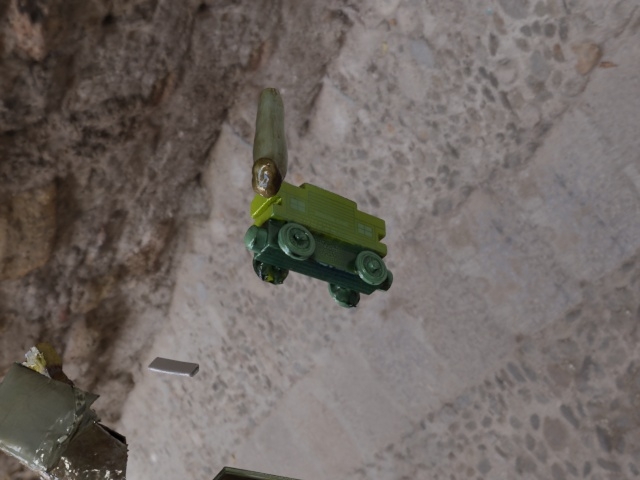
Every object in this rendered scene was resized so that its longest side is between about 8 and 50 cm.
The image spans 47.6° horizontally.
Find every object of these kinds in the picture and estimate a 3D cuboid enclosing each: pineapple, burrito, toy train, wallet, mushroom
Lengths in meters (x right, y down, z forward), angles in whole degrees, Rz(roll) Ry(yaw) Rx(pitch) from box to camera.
[{"bbox_3d":[-0.675,0.375,1.814,0.135,0.079,0.233,-39,79,26],"label":"pineapple"},{"bbox_3d":[-0.481,0.442,1.461,0.347,0.175,0.107,39,165,8],"label":"burrito"},{"bbox_3d":[0.000,0.000,1.941,0.179,0.442,0.273,-41,39,44],"label":"toy train"},{"bbox_3d":[-0.381,0.331,1.885,0.122,0.061,0.025,7,104,14],"label":"wallet"},{"bbox_3d":[-0.113,-0.224,1.640,0.100,0.081,0.312,112,163,-44],"label":"mushroom"}]

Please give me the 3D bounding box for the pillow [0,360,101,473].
[{"bbox_3d":[-0.451,0.272,1.131,0.181,0.134,0.078,18,140,20],"label":"pillow"}]

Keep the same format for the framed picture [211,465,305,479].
[{"bbox_3d":[-0.141,0.510,1.399,0.252,0.197,0.014,-1,110,29],"label":"framed picture"}]
